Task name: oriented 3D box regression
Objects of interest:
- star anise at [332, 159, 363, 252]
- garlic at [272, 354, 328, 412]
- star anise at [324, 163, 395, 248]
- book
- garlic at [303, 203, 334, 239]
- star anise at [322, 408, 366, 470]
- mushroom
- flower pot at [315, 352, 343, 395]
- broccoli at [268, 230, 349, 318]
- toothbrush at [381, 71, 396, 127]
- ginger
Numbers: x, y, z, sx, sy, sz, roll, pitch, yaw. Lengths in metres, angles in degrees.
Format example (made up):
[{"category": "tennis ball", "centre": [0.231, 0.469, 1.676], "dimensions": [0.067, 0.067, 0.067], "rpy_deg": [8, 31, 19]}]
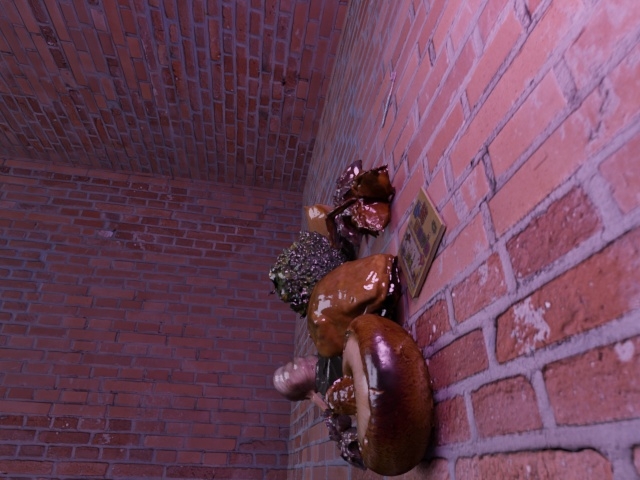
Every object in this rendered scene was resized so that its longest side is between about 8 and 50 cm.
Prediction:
[{"category": "star anise", "centre": [0.100, -0.117, 1.397], "dimensions": [0.332, 0.118, 0.330], "rpy_deg": [-179, 90, -82]}, {"category": "garlic", "centre": [-0.046, 0.603, 1.661], "dimensions": [0.253, 0.245, 0.245], "rpy_deg": [57, 153, 23]}, {"category": "star anise", "centre": [0.116, -0.080, 1.142], "dimensions": [0.346, 0.149, 0.237], "rpy_deg": [127, 155, -49]}, {"category": "book", "centre": [0.213, 0.003, 0.876], "dimensions": [0.167, 0.013, 0.192], "rpy_deg": [-94, 14, -56]}, {"category": "garlic", "centre": [0.012, 0.013, 1.662], "dimensions": [0.151, 0.197, 0.337], "rpy_deg": [-59, -22, -69]}, {"category": "star anise", "centre": [0.068, 0.551, 1.122], "dimensions": [0.182, 0.065, 0.195], "rpy_deg": [60, 149, 20]}, {"category": "mushroom", "centre": [0.118, 0.293, 0.792], "dimensions": [0.278, 0.163, 0.296], "rpy_deg": [131, 140, -54]}, {"category": "flower pot", "centre": [0.064, 0.381, 1.184], "dimensions": [0.235, 0.141, 0.235], "rpy_deg": [-174, 90, -80]}, {"category": "broccoli", "centre": [-0.049, 0.132, 1.494], "dimensions": [0.280, 0.294, 0.347], "rpy_deg": [113, 156, -49]}, {"category": "toothbrush", "centre": [0.207, -0.433, 1.244], "dimensions": [0.011, 0.014, 0.166], "rpy_deg": [-113, 29, -57]}, {"category": "ginger", "centre": [0.075, 0.154, 0.999], "dimensions": [0.200, 0.223, 0.268], "rpy_deg": [-70, -17, -70]}]
